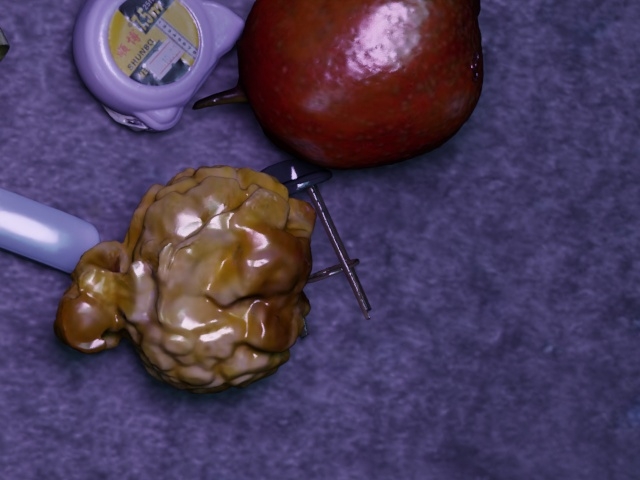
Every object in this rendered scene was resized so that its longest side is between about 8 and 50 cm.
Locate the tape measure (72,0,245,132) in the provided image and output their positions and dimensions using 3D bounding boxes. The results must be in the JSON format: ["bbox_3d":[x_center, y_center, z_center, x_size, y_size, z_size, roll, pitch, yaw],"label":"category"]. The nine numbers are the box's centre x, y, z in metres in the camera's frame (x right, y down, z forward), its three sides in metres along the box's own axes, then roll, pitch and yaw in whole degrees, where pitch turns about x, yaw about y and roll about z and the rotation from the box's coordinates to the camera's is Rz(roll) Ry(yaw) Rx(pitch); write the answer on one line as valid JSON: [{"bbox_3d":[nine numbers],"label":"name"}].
[{"bbox_3d":[-0.209,-0.241,1.898,0.178,0.105,0.196,44,76,-15],"label":"tape measure"}]

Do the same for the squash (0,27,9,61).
[{"bbox_3d":[-0.546,-0.315,1.723,0.263,0.263,0.384,-30,92,-17],"label":"squash"}]

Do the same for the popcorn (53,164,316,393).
[{"bbox_3d":[-0.149,0.056,1.826,0.332,0.225,0.265,-24,113,-10],"label":"popcorn"}]

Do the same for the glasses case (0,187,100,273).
[{"bbox_3d":[-0.349,-0.014,1.859,0.178,0.045,0.067,21,79,-12],"label":"glasses case"}]

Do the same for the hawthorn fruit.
[{"bbox_3d":[0.021,-0.217,1.885,0.369,0.285,0.284,-20,90,3],"label":"hawthorn fruit"}]

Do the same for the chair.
[{"bbox_3d":[-0.001,0.000,1.932,0.104,0.095,0.221,-22,90,-29],"label":"chair"}]
